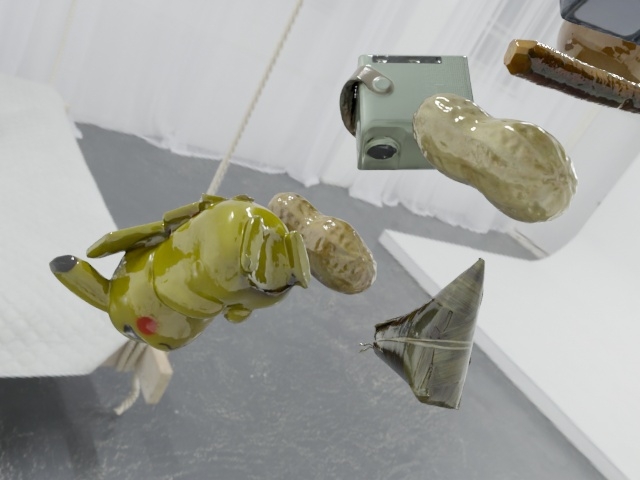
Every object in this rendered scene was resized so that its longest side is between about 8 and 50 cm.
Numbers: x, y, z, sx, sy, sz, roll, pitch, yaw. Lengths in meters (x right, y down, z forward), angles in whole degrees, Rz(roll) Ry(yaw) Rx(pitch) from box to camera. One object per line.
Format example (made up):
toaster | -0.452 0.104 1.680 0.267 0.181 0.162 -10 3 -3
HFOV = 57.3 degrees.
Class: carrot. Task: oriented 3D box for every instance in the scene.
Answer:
carrot | 0.461 -0.269 0.996 0.314 0.066 0.066 16 23 -8

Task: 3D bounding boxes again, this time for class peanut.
peanut | 0.226 -0.121 0.787 0.256 0.124 0.123 41 24 29
peanut | 0.000 0.000 0.963 0.226 0.108 0.095 38 38 20

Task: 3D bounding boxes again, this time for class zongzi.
zongzi | 0.134 0.094 0.751 0.084 0.184 0.187 12 6 -22

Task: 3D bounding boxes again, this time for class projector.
projector | 0.156 -0.233 1.080 0.242 0.163 0.178 1 63 -1

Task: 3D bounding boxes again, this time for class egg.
egg | 0.757 -0.506 1.503 0.282 0.283 0.351 27 22 -8

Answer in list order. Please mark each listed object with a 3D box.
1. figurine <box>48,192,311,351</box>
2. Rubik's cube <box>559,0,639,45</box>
figurine | -0.188 0.047 0.791 0.218 0.326 0.169 28 40 -54
Rubik's cube | 0.518 -0.434 0.651 0.362 0.359 0.362 12 -16 -16
